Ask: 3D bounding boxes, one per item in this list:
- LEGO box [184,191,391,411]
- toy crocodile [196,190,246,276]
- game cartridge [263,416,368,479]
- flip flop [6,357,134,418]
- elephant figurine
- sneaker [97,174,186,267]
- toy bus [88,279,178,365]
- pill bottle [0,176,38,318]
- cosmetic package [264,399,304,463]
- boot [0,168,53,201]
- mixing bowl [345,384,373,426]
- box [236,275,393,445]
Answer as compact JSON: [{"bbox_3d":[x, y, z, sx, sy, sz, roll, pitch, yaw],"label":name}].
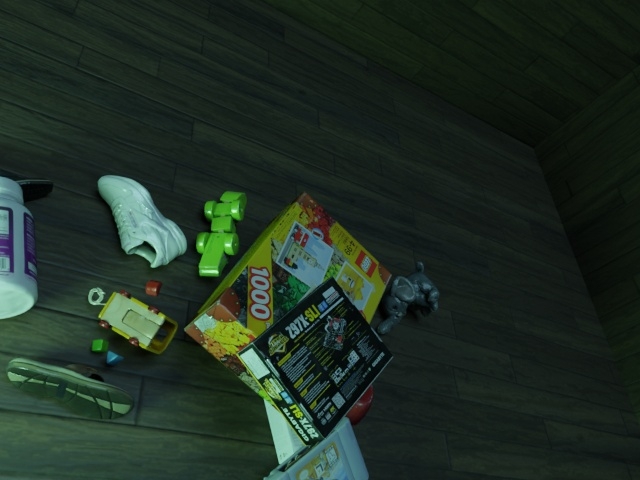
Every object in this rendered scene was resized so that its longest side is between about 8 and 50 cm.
[{"bbox_3d":[-0.062,0.164,1.498,0.372,0.193,0.500,43,42,-10],"label":"LEGO box"},{"bbox_3d":[-0.296,-0.026,1.680,0.115,0.105,0.341,-3,50,10],"label":"toy crocodile"},{"bbox_3d":[-0.002,0.604,1.373,0.297,0.062,0.198,-26,96,-40],"label":"game cartridge"},{"bbox_3d":[-0.543,0.313,1.221,0.277,0.112,0.080,24,31,-15],"label":"flip flop"},{"bbox_3d":[0.284,0.201,1.936,0.239,0.169,0.186,-4,31,-23],"label":"elephant figurine"},{"bbox_3d":[-0.509,-0.055,1.512,0.305,0.114,0.152,44,41,-1],"label":"sneaker"},{"bbox_3d":[-0.455,0.200,1.364,0.104,0.191,0.202,61,11,-63],"label":"toy bus"},{"bbox_3d":[-0.736,0.010,1.242,0.169,0.169,0.302,4,56,-37],"label":"pill bottle"},{"bbox_3d":[-0.073,0.465,1.482,0.117,0.085,0.231,3,58,-38],"label":"cosmetic package"},{"bbox_3d":[-0.802,-0.169,1.403,0.198,0.077,0.137,-12,61,-44],"label":"boot"},{"bbox_3d":[0.089,0.444,1.617,0.181,0.098,0.181,22,47,-26],"label":"mixing bowl"},{"bbox_3d":[0.001,0.266,1.281,0.257,0.079,0.322,51,43,2],"label":"box"}]
